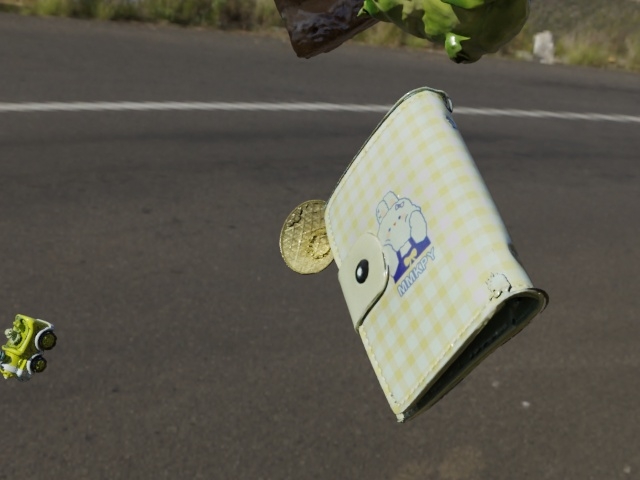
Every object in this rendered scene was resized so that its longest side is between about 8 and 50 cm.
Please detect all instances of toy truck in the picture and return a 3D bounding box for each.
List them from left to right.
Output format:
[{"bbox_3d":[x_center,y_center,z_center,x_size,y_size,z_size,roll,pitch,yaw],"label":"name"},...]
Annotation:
[{"bbox_3d":[-0.502,0.180,1.442,0.076,0.111,0.077,9,-18,38],"label":"toy truck"}]

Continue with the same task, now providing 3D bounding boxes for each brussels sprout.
[{"bbox_3d":[0.180,-0.397,1.220,0.259,0.294,0.227,18,38,32],"label":"brussels sprout"}]

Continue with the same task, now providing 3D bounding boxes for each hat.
[{"bbox_3d":[0.000,0.000,1.644,0.146,0.146,0.067,19,-2,37],"label":"hat"}]

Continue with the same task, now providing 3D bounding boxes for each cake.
[{"bbox_3d":[0.000,-0.491,1.514,0.199,0.293,0.196,-22,11,27],"label":"cake"}]

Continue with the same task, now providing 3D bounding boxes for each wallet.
[{"bbox_3d":[0.100,0.009,0.892,0.077,0.223,0.309,20,37,-30],"label":"wallet"}]
